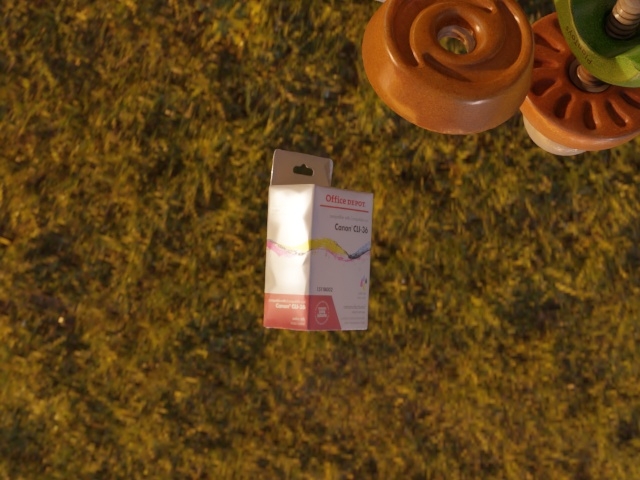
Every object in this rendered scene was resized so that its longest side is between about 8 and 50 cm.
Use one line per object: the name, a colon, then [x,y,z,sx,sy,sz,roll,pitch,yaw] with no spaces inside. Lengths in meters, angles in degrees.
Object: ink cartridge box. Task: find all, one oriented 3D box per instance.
ink cartridge box: [0.000,0.000,1.158,0.067,0.198,0.115,0,178,37]

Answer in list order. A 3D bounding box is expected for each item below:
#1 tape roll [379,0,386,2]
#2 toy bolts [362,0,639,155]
tape roll: [0.129,-0.432,1.379,0.169,0.246,0.246,20,131,4]
toy bolts: [0.098,-0.144,0.681,0.218,0.228,0.158,-21,161,-17]
